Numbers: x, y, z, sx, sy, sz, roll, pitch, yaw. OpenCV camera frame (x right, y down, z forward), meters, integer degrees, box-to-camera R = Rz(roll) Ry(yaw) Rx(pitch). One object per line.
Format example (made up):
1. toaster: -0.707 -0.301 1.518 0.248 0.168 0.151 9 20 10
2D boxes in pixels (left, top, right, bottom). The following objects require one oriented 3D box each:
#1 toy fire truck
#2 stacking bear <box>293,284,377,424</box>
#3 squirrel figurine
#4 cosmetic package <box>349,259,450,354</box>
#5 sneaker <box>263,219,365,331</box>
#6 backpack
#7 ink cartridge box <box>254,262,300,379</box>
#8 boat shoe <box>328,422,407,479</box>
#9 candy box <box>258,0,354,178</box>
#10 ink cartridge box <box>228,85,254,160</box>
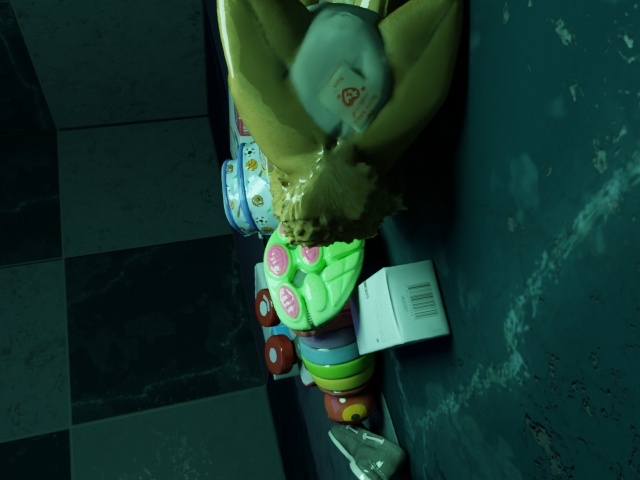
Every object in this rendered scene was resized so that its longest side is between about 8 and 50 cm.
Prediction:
1. toy fire truck: -0.025 0.193 1.461 0.254 0.169 0.302 -45 54 50
2. stacking bear: 0.044 0.246 1.200 0.164 0.176 0.288 -125 22 -67
3. squirrel figurine: 0.003 -0.187 0.863 0.370 0.281 0.396 -119 26 -71
4. cosmetic package: 0.116 0.115 0.955 0.231 0.086 0.117 127 133 -70
5. sneaker: 0.000 0.000 1.157 0.482 0.185 0.202 -87 -12 -51
6. backpack: -0.129 -0.129 1.454 0.263 0.213 0.276 76 -178 -76
7. ink cartridge box: -0.114 0.244 1.871 0.223 0.129 0.307 97 159 -49
8. boat shoe: 0.101 0.437 1.246 0.112 0.095 0.335 46 171 -5
9. candy box: -0.027 -0.281 1.078 0.087 0.183 0.316 -125 29 -63
10. ink cartridge box: -0.219 -0.349 1.932 0.306 0.131 0.226 99 158 -48
